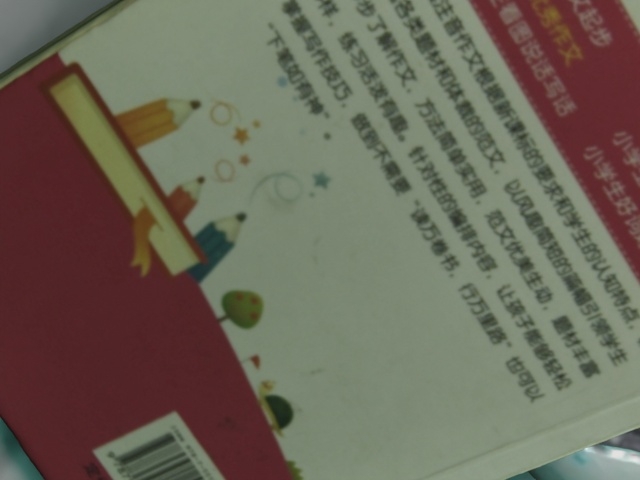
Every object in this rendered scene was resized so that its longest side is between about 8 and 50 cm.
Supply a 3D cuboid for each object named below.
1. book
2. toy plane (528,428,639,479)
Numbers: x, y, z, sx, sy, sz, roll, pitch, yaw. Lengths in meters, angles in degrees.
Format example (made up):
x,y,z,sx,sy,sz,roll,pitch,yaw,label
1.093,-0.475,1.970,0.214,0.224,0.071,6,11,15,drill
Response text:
x,y,z,sx,sy,sz,roll,pitch,yaw,label
0.000,0.000,0.376,0.232,0.022,0.162,-27,104,24,book
0.110,-0.050,0.426,0.267,0.122,0.267,0,90,1,toy plane
